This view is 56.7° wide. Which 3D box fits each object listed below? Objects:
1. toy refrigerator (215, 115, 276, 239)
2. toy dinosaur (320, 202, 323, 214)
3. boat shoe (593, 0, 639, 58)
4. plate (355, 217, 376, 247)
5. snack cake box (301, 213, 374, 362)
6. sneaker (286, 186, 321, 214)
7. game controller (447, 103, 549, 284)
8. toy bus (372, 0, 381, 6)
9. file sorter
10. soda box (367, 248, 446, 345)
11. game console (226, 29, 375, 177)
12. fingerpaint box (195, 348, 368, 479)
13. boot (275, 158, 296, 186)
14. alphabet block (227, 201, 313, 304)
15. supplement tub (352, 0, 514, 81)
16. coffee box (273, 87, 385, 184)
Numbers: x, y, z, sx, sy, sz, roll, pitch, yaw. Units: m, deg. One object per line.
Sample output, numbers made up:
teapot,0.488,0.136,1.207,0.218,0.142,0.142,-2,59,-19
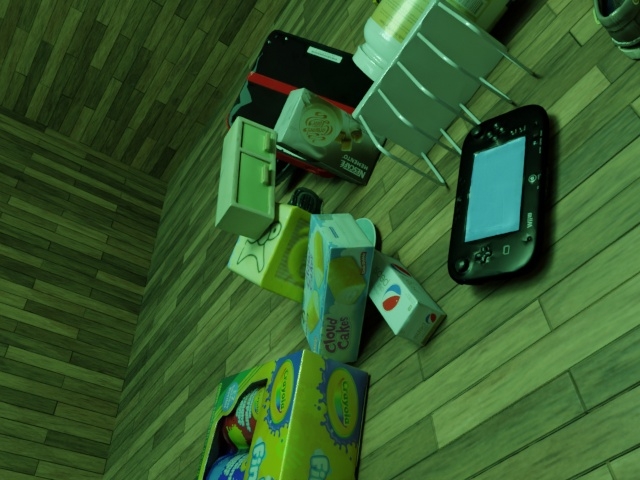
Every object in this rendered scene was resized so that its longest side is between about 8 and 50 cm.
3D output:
toy refrigerator,-0.161,-0.145,1.319,0.094,0.102,0.270,-47,34,43
toy dinosaur,0.000,0.000,1.512,0.092,0.053,0.183,-29,48,29
boat shoe,0.479,-0.431,0.911,0.116,0.096,0.324,-24,47,54
plate,0.073,0.039,1.347,0.188,0.024,0.188,-44,31,36
snack cake box,0.027,0.095,1.184,0.152,0.089,0.264,-122,33,-59
sneaker,-0.077,-0.001,1.607,0.130,0.109,0.286,-42,25,56
game controller,0.295,-0.078,0.977,0.166,0.067,0.319,-25,46,53
toy bus,0.268,-0.648,1.477,0.332,0.130,0.108,13,79,64
file sorter,0.234,-0.276,1.134,0.278,0.192,0.173,-54,30,22
soda box,0.144,0.101,1.101,0.074,0.069,0.216,-59,25,14
game console,-0.043,-0.379,1.634,0.342,0.386,0.060,-64,-18,-6
fingerpaint box,-0.104,0.469,1.128,0.371,0.163,0.445,-30,42,50
boot,-0.133,-0.364,1.815,0.348,0.260,0.131,-53,7,16
alphabet block,-0.066,0.030,1.350,0.197,0.193,0.192,19,86,59
supplement tub,0.235,-0.463,1.255,0.316,0.228,0.228,-52,28,23
coffee box,0.019,-0.249,1.451,0.141,0.246,0.098,-66,24,-2
